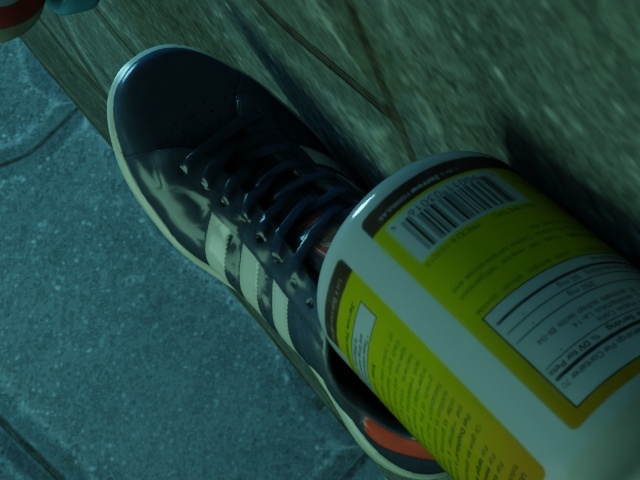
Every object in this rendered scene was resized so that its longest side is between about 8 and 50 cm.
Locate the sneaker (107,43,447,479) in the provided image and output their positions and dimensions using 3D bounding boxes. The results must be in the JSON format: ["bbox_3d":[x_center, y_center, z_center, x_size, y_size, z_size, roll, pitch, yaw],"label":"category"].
[{"bbox_3d":[0.000,0.000,0.868,0.350,0.131,0.148,47,164,1],"label":"sneaker"}]

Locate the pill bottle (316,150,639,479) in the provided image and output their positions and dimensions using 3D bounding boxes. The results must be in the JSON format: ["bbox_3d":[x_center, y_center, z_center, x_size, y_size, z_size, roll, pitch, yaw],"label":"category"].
[{"bbox_3d":[0.099,0.061,0.557,0.215,0.117,0.117,46,169,41],"label":"pill bottle"}]

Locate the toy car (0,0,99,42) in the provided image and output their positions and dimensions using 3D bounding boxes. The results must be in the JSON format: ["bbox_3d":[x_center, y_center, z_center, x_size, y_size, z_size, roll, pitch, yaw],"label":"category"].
[{"bbox_3d":[-0.322,-0.315,1.191,0.210,0.219,0.238,48,142,31],"label":"toy car"}]
